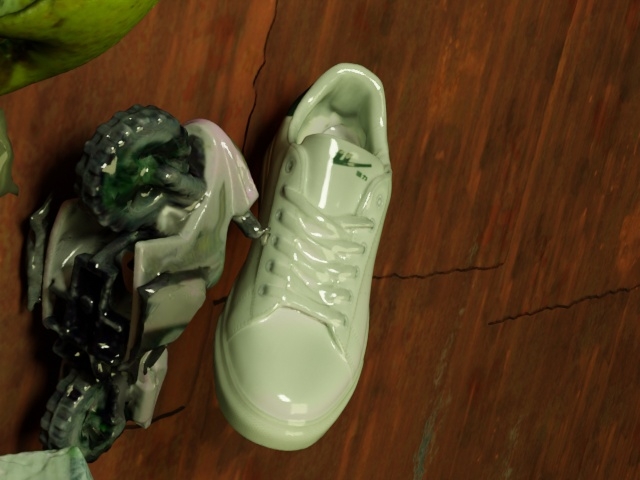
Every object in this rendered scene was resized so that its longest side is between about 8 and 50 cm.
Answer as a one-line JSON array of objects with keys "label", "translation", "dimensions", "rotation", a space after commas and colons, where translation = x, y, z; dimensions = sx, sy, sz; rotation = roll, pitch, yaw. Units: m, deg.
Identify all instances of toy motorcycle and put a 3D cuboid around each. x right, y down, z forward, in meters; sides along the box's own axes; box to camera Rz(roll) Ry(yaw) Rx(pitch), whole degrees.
[{"label": "toy motorcycle", "translation": [-0.141, 0.031, 1.376], "dimensions": [0.188, 0.143, 0.327], "rotation": [-26, 137, -50]}]

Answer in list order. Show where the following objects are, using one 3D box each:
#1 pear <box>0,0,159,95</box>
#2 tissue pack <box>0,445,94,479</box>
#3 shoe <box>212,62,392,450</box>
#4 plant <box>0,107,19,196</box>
[{"label": "pear", "translation": [-0.167, -0.201, 1.084], "dimensions": [0.164, 0.238, 0.255], "rotation": [26, 84, -66]}, {"label": "tissue pack", "translation": [-0.218, 0.348, 1.370], "dimensions": [0.228, 0.128, 0.311], "rotation": [-91, 174, -46]}, {"label": "shoe", "translation": [0.000, 0.000, 1.442], "dimensions": [0.160, 0.132, 0.363], "rotation": [117, -14, -46]}, {"label": "plant", "translation": [-0.306, -0.102, 0.850], "dimensions": [0.213, 0.312, 0.215], "rotation": [-30, 136, -43]}]
